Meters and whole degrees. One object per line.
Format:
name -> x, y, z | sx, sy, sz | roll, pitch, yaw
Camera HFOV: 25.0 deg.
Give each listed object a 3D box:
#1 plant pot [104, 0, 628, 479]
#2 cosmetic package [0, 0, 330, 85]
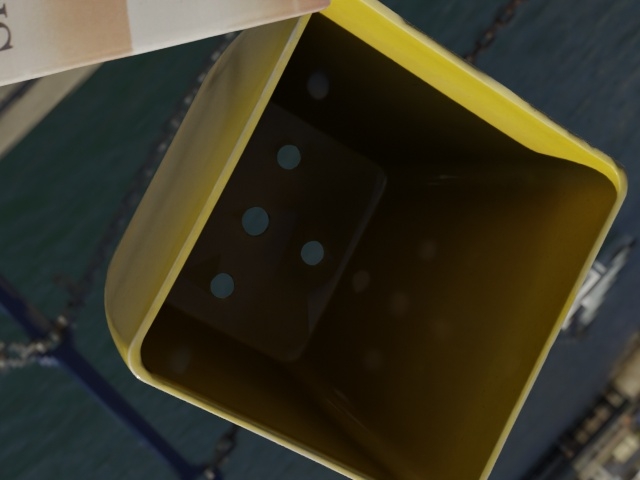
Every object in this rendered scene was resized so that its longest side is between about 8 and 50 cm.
plant pot -> 0.000, 0.000, 0.799 | 0.212, 0.212, 0.187 | -63, -155, -5
cosmetic package -> -0.156, -0.135, 0.545 | 0.296, 0.129, 0.153 | -19, 114, -28
